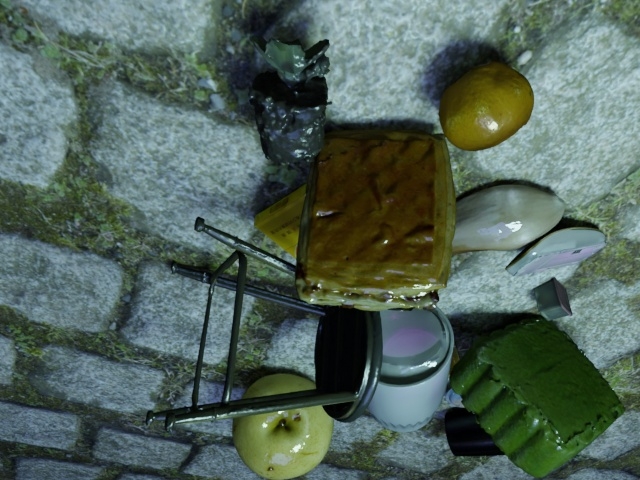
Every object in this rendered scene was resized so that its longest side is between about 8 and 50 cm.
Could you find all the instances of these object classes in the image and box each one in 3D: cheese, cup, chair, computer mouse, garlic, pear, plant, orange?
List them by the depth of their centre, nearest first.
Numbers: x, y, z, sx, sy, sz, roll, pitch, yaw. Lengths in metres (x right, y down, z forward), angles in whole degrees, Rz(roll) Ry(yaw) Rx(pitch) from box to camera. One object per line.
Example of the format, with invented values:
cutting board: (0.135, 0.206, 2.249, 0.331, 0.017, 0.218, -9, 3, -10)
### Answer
plant: (-0.047, -0.232, 0.836, 0.142, 0.131, 0.203, -3, 123, 7)
orange: (0.267, -0.222, 0.840, 0.156, 0.157, 0.134, -17, 112, 17)
garlic: (0.339, -0.028, 1.075, 0.318, 0.112, 0.143, -17, 137, 31)
chair: (-0.112, 0.210, 1.081, 0.409, 0.365, 0.362, 11, 159, -21)
computer mouse: (0.506, 0.022, 1.110, 0.245, 0.056, 0.126, -7, 151, -25)
cup: (0.203, 0.329, 1.315, 0.253, 0.253, 0.372, -6, 138, 6)
pear: (-0.108, 0.547, 1.519, 0.309, 0.309, 0.309, 0, 135, 0)
cheese: (0.464, 0.453, 1.575, 0.135, 0.052, 0.245, 4, 136, -12)
cup: (0.529, 0.644, 1.697, 0.176, 0.166, 0.239, -19, 131, 23)

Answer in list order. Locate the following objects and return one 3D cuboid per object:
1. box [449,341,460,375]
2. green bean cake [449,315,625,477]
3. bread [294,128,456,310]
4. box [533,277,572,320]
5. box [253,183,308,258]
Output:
box: (0.362, 0.350, 1.497, 0.089, 0.022, 0.156, -14, 134, 11)
green bean cake: (0.516, 0.374, 1.271, 0.319, 0.335, 0.218, -9, 137, -31)
bread: (0.103, -0.033, 0.955, 0.277, 0.325, 0.167, 2, 170, 8)
box: (0.564, 0.147, 1.250, 0.063, 0.085, 0.060, -29, 129, 34)
box: (0.000, 0.000, 1.133, 0.152, 0.044, 0.269, -29, 128, 31)
